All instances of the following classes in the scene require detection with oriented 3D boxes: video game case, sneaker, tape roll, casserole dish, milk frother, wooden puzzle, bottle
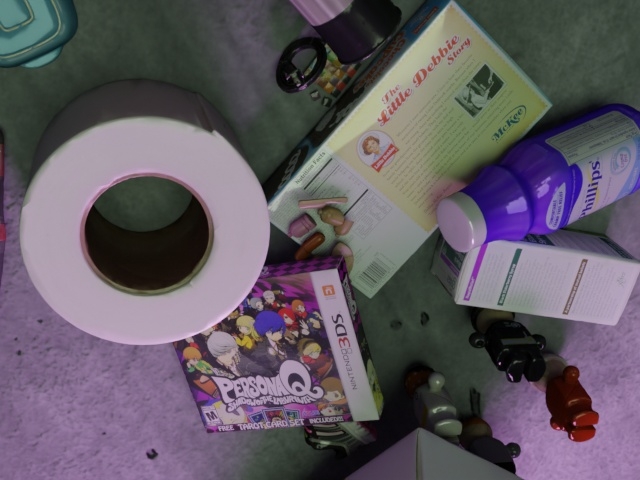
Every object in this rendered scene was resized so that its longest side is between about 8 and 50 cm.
[{"bbox_3d":[-0.059,0.130,1.043,0.232,0.042,0.210,-8,114,17],"label":"video game case"},{"bbox_3d":[-0.005,0.233,1.141,0.170,0.063,0.075,39,100,-24],"label":"sneaker"},{"bbox_3d":[-0.186,-0.035,0.925,0.246,0.169,0.246,-5,113,-12],"label":"tape roll"},{"bbox_3d":[-0.323,-0.258,0.871,0.114,0.037,0.188,-26,115,-3],"label":"casserole dish"},{"bbox_3d":[-0.017,-0.239,0.903,0.143,0.129,0.135,-46,119,1],"label":"milk frother"},{"bbox_3d":[0.013,-0.196,0.996,0.049,0.006,0.083,34,101,-24],"label":"wooden puzzle"},{"bbox_3d":[0.267,-0.068,1.022,0.283,0.092,0.118,-23,134,-23],"label":"bottle"}]

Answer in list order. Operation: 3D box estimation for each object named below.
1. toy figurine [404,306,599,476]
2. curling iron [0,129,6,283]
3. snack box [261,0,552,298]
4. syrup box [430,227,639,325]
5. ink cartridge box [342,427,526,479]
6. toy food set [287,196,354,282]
[{"bbox_3d":[0.230,0.205,1.149,0.209,0.148,0.213,-43,118,12],"label":"toy figurine"},{"bbox_3d":[-0.378,-0.005,0.964,0.068,0.035,0.273,0,112,-9],"label":"curling iron"},{"bbox_3d":[0.096,-0.105,1.024,0.187,0.060,0.322,39,99,-26],"label":"snack box"},{"bbox_3d":[0.271,0.034,1.108,0.237,0.093,0.096,10,110,-17],"label":"syrup box"},{"bbox_3d":[0.111,0.435,1.123,0.279,0.160,0.385,29,128,-22],"label":"ink cartridge box"},{"bbox_3d":[0.000,0.000,1.003,0.078,0.019,0.122,-5,124,-10],"label":"toy food set"}]
